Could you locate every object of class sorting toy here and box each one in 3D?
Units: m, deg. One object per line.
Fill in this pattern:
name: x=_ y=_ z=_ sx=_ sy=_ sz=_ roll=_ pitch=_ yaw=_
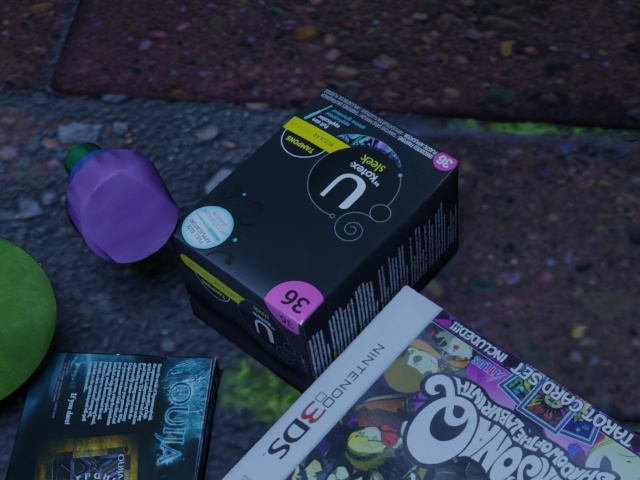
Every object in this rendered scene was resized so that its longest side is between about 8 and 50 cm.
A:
sorting toy: x=-0.267 y=0.043 z=0.823 sx=0.365 sy=0.127 sz=0.126 roll=-35 pitch=38 yaw=-10

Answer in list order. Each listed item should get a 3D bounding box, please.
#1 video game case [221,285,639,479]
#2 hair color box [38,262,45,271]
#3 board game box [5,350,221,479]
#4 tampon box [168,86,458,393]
video game case: x=0.077 y=0.161 z=0.786 sx=0.232 sy=0.042 sz=0.210 roll=34 pitch=65 yaw=26
hair color box: x=-0.247 y=0.073 z=0.881 sx=0.072 sy=0.043 sz=0.141 roll=15 pitch=56 yaw=16
board game box: x=-0.137 y=0.157 z=0.820 sx=0.126 sy=0.026 sz=0.186 roll=2 pitch=54 yaw=7
tampon box: x=0.000 y=0.000 z=0.874 sx=0.120 sy=0.101 sz=0.161 roll=32 pitch=63 yaw=26
